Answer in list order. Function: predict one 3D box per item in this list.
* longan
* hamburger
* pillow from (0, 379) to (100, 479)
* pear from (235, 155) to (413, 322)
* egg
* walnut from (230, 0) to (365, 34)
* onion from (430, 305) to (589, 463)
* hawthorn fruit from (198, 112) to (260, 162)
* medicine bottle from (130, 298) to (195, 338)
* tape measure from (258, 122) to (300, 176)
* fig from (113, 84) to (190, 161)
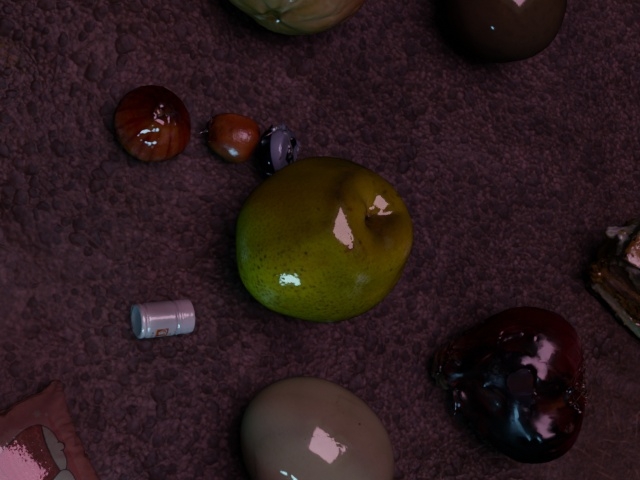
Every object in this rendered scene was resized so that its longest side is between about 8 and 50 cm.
[{"bbox_3d":[0.341,-0.454,2.135,0.248,0.248,0.248,5,78,-26],"label":"longan"},{"bbox_3d":[0.644,0.063,2.215,0.288,0.168,0.192,41,68,-14],"label":"hamburger"},{"bbox_3d":[-0.429,0.344,1.671,0.223,0.084,0.236,-26,95,-30],"label":"pillow"},{"bbox_3d":[0.000,0.000,1.847,0.294,0.294,0.294,5,78,-26],"label":"pear"},{"bbox_3d":[-0.006,0.331,1.813,0.269,0.219,0.219,41,65,-10],"label":"egg"},{"bbox_3d":[-0.028,-0.496,1.940,0.277,0.252,0.313,21,67,-10],"label":"walnut"},{"bbox_3d":[0.354,0.254,2.014,0.281,0.221,0.280,0,95,-1],"label":"onion"},{"bbox_3d":[-0.151,-0.174,1.915,0.093,0.081,0.081,27,70,-17],"label":"hawthorn fruit"},{"bbox_3d":[-0.248,0.123,1.819,0.089,0.057,0.057,-5,83,-27],"label":"medicine bottle"},{"bbox_3d":[-0.069,-0.146,1.945,0.054,0.094,0.091,3,79,18],"label":"tape measure"},{"bbox_3d":[-0.270,-0.195,1.834,0.128,0.150,0.128,-3,57,5],"label":"fig"}]
